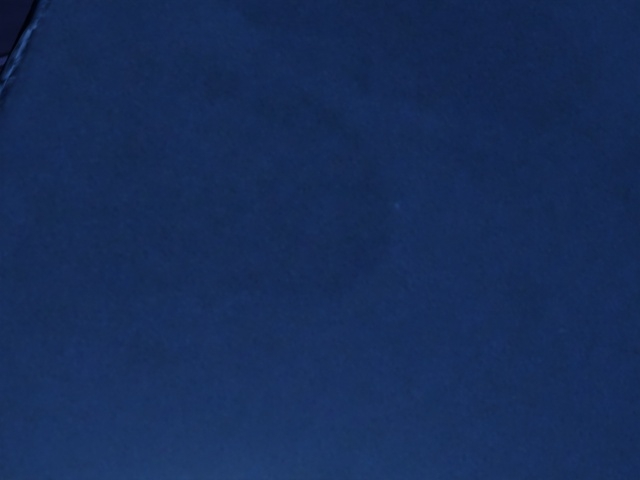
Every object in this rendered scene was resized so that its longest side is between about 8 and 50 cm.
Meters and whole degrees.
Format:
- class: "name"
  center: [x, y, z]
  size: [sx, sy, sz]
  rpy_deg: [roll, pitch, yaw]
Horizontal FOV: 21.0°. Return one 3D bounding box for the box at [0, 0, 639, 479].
- class: "box"
  center: [0.000, 0.000, 0.742]
  size: [0.297, 0.480, 0.472]
  rpy_deg: [24, 158, -11]
